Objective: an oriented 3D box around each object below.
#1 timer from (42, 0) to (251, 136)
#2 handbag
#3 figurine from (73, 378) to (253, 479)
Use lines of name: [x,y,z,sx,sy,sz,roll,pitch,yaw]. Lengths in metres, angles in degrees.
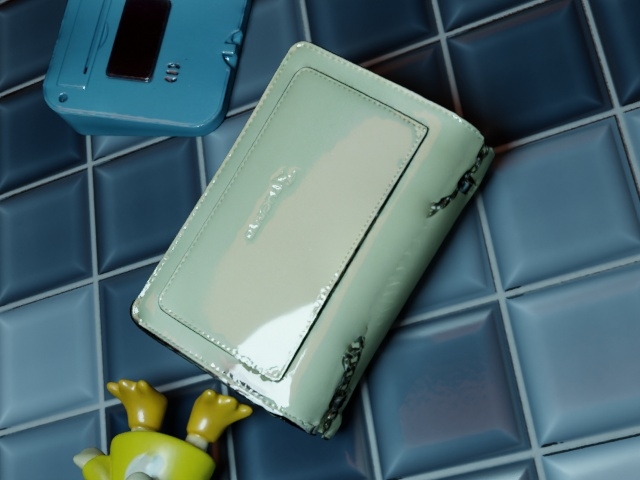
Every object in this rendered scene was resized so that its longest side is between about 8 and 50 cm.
timer: [-0.220,-0.249,1.363,0.249,0.091,0.232,8,73,15]
handbag: [0.000,0.000,1.103,0.236,0.160,0.359,30,86,25]
figurine: [-0.179,0.322,1.053,0.215,0.187,0.344,-3,64,34]
